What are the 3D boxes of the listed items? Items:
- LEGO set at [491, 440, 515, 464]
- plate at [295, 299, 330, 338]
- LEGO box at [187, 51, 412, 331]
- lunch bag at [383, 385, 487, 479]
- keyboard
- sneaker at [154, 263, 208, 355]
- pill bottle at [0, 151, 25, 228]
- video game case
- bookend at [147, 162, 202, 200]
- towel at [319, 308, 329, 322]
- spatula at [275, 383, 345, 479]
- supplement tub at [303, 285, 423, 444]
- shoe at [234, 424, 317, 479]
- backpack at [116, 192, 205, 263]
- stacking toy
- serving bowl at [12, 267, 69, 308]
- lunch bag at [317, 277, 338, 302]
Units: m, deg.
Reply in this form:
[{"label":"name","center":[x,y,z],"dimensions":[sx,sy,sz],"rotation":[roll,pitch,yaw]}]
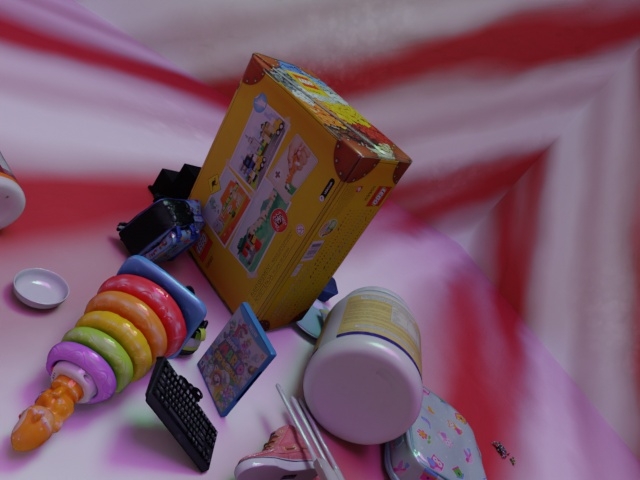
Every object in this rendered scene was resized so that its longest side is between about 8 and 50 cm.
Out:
[{"label":"LEGO set","center":[0.533,0.607,1.319],"dimensions":[0.083,0.023,0.054],"rotation":[33,20,-12]},{"label":"plate","center":[-0.027,0.207,1.237],"dimensions":[0.188,0.024,0.188],"rotation":[34,20,-14]},{"label":"LEGO box","center":[-0.096,-0.094,1.056],"dimensions":[0.193,0.500,0.372],"rotation":[-5,47,-50]},{"label":"lunch bag","center":[0.244,0.458,1.028],"dimensions":[0.223,0.108,0.279],"rotation":[33,19,-5]},{"label":"keyboard","center":[-0.203,0.253,0.694],"dimensions":[0.108,0.023,0.180],"rotation":[-100,170,-61]},{"label":"sneaker","center":[-0.277,0.115,0.899],"dimensions":[0.084,0.097,0.235],"rotation":[11,33,-52]},{"label":"pill bottle","center":[-0.621,-0.125,0.802],"dimensions":[0.221,0.121,0.121],"rotation":[47,22,24]},{"label":"video game case","center":[-0.152,0.209,0.805],"dimensions":[0.015,0.166,0.119],"rotation":[14,30,-49]},{"label":"bookend","center":[-0.372,-0.152,1.239],"dimensions":[0.157,0.156,0.072],"rotation":[47,22,27]},{"label":"towel","center":[0.027,0.222,1.248],"dimensions":[0.060,0.009,0.083],"rotation":[26,22,-29]},{"label":"spatula","center":[-0.003,0.370,0.824],"dimensions":[0.242,0.019,0.168],"rotation":[54,-1,38]},{"label":"supplement tub","center":[0.108,0.259,1.036],"dimensions":[0.241,0.241,0.331],"rotation":[37,20,-1]},{"label":"shoe","center":[-0.079,0.359,0.765],"dimensions":[0.177,0.063,0.081],"rotation":[27,21,-43]},{"label":"backpack","center":[-0.335,-0.026,1.028],"dimensions":[0.117,0.158,0.173],"rotation":[59,20,5]},{"label":"stacking toy","center":[-0.322,0.174,0.666],"dimensions":[0.165,0.175,0.302],"rotation":[37,33,-4]},{"label":"serving bowl","center":[-0.463,0.084,0.753],"dimensions":[0.083,0.027,0.083],"rotation":[33,20,-13]},{"label":"lunch bag","center":[-0.004,0.141,1.364],"dimensions":[0.098,0.065,0.067],"rotation":[25,39,-36]}]
